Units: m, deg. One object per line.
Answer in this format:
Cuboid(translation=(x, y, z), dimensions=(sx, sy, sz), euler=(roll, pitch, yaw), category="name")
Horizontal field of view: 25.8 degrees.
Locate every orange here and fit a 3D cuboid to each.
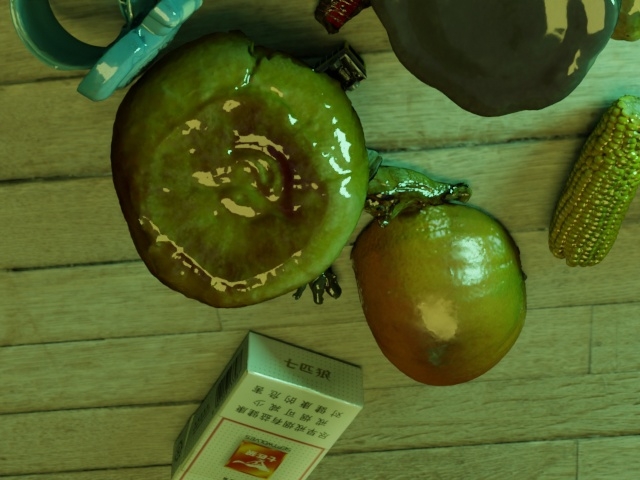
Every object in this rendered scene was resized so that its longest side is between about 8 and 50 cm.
Cuboid(translation=(0.183, 0.082, 2.131), dimensions=(0.274, 0.274, 0.310), euler=(-7, 102, 6), category="orange")

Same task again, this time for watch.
Cuboid(translation=(-0.275, -0.294, 1.731), dimensions=(0.193, 0.211, 0.211), euler=(42, 124, -6), category="watch")

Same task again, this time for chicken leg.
Cuboid(translation=(0.130, -0.063, 2.012), dimensions=(0.178, 0.070, 0.093), euler=(-2, 107, -16), category="chicken leg")

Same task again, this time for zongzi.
Cuboid(translation=(0.023, -0.315, 1.790), dimensions=(0.083, 0.067, 0.073), euler=(-32, 116, 4), category="zongzi")

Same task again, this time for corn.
Cuboid(translation=(0.395, -0.070, 1.979), dimensions=(0.101, 0.101, 0.310), euler=(7, 135, -7), category="corn")

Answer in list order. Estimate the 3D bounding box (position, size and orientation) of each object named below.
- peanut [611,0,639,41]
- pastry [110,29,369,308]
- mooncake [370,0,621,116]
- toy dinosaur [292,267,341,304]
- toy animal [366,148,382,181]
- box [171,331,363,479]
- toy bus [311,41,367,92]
Cuboid(translation=(0.416, -0.351, 1.714), dimensions=(0.120, 0.110, 0.236), euler=(29, 122, 1), category="peanut")
Cuboid(translation=(-0.107, -0.088, 1.784), dimensions=(0.356, 0.164, 0.356), euler=(0, 93, -7), category="pastry")
Cuboid(translation=(0.212, -0.310, 1.672), dimensions=(0.306, 0.154, 0.306), euler=(10, 129, 13), category="mooncake")
Cuboid(translation=(0.000, 0.000, 2.102), dimensions=(0.179, 0.087, 0.187), euler=(-43, 147, -11), category="toy dinosaur")
Cuboid(translation=(-0.076, -0.070, 1.927), dimensions=(0.272, 0.197, 0.160), euler=(-20, 127, 23), category="toy animal")
Cuboid(translation=(-0.095, 0.313, 2.342), dimensions=(0.210, 0.095, 0.330), euler=(20, 129, -17), category="box")
Cuboid(translation=(0.009, -0.216, 1.867), dimensions=(0.102, 0.058, 0.052), euler=(-33, 116, 22), category="toy bus")
